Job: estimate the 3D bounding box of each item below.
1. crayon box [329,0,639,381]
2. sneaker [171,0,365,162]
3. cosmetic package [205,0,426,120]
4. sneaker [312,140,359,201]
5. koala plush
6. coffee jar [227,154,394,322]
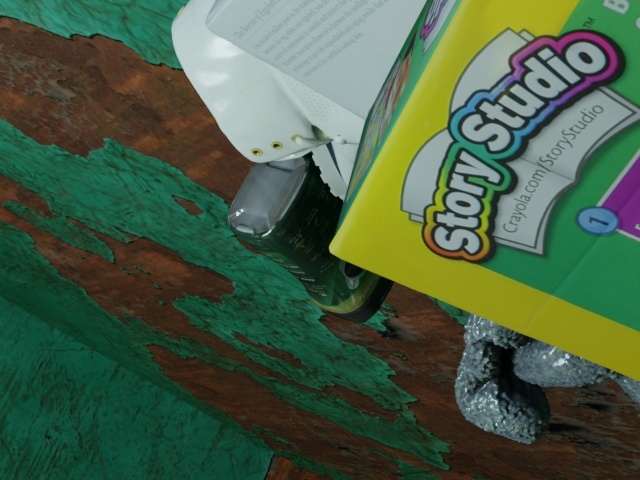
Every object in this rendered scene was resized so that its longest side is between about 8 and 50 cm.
[{"bbox_3d":[0.207,-0.069,0.597,0.313,0.106,0.363,23,142,-4],"label":"crayon box"},{"bbox_3d":[0.041,-0.091,1.003,0.292,0.108,0.169,39,136,-10],"label":"sneaker"},{"bbox_3d":[0.089,-0.141,0.807,0.225,0.138,0.224,29,162,-14],"label":"cosmetic package"},{"bbox_3d":[0.047,-0.088,1.137,0.095,0.090,0.235,5,156,29],"label":"sneaker"},{"bbox_3d":[0.237,0.067,1.139,0.221,0.196,0.203,25,154,18],"label":"koala plush"},{"bbox_3d":[0.000,0.000,1.436,0.079,0.096,0.184,14,159,44],"label":"coffee jar"}]
